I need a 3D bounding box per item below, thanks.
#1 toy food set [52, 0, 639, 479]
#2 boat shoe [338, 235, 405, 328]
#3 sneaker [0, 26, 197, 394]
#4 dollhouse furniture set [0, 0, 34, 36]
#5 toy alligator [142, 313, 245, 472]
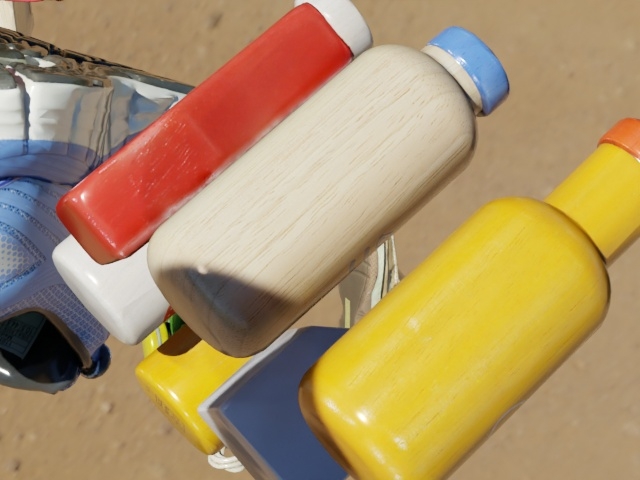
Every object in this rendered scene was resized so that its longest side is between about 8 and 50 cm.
[{"bbox_3d":[0.000,0.000,0.505,0.104,0.232,0.111,-41,94,-14],"label":"toy food set"},{"bbox_3d":[0.059,0.047,1.788,0.072,0.190,0.068,-13,37,-24],"label":"boat shoe"},{"bbox_3d":[-0.131,-0.015,0.819,0.129,0.330,0.147,18,98,14],"label":"sneaker"},{"bbox_3d":[-0.459,-0.269,1.536,0.394,0.256,0.362,-5,20,-3],"label":"dollhouse furniture set"},{"bbox_3d":[-0.069,0.052,1.018,0.056,0.051,0.190,-7,34,-15],"label":"toy alligator"}]
